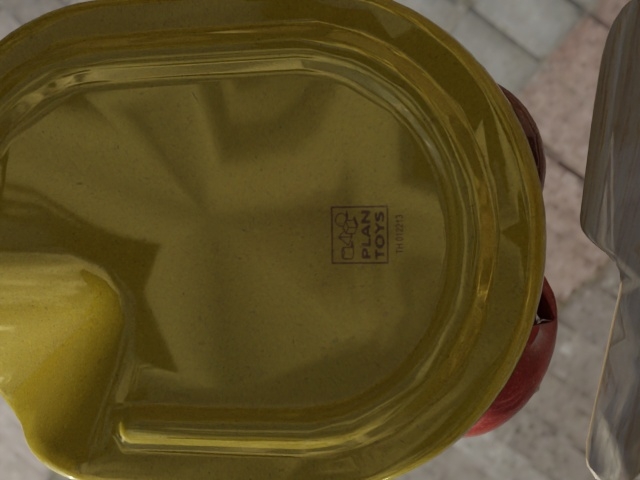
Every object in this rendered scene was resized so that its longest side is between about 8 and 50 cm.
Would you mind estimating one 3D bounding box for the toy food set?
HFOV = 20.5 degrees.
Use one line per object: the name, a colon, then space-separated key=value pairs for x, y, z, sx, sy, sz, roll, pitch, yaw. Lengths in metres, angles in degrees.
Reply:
toy food set: x=0.000 y=0.000 z=0.468 sx=0.218 sy=0.071 sz=0.128 roll=1 pitch=91 yaw=24
